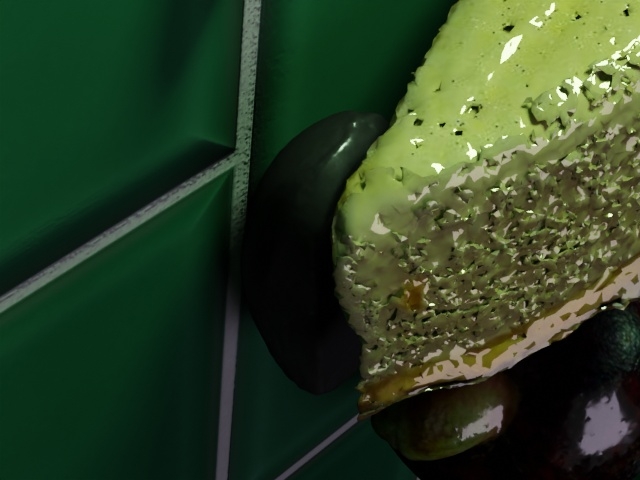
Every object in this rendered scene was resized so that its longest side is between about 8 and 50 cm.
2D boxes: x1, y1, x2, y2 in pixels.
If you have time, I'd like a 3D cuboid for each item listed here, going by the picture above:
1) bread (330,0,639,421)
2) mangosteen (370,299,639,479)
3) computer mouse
[{"bbox_3d":[0.115,-0.080,1.082,0.315,0.279,0.248,-20,142,-8],"label":"bread"},{"bbox_3d":[0.169,0.110,1.320,0.288,0.288,0.288,-38,152,-25],"label":"mangosteen"},{"bbox_3d":[0.000,0.000,1.099,0.137,0.086,0.270,-48,154,-26],"label":"computer mouse"}]
